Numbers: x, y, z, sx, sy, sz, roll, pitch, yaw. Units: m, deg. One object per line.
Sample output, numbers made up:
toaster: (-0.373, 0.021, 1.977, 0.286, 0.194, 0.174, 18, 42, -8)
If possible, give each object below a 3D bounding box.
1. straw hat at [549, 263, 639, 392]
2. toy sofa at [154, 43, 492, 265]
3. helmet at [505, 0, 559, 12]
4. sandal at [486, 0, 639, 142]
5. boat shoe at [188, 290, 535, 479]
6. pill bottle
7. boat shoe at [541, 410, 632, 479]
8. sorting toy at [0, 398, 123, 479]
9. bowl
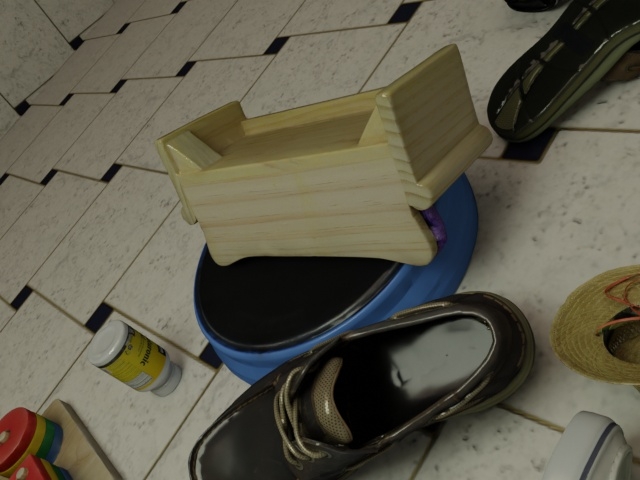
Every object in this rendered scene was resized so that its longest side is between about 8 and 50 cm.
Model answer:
straw hat: (0.258, 0.083, 0.500, 0.145, 0.061, 0.144, -21, 25, 10)
toy sofa: (-0.003, -0.083, 0.727, 0.363, 0.177, 0.150, -3, 28, 41)
helmet: (0.296, -0.412, 0.861, 0.169, 0.169, 0.161, 29, 92, 52)
sandal: (0.325, -0.223, 0.724, 0.303, 0.086, 0.120, -41, 40, 28)
boat shoe: (0.015, 0.140, 0.574, 0.355, 0.130, 0.132, -32, 65, 12)
pill bottle: (-0.240, 0.159, 0.834, 0.065, 0.116, 0.065, -24, 42, 23)
boat shoe: (0.175, 0.243, 0.397, 0.088, 0.096, 0.267, 2, 57, 39)
sorting toy: (-0.409, 0.352, 0.825, 0.255, 0.089, 0.257, 20, 70, 50)
bowl: (0.000, 0.000, 0.803, 0.391, 0.077, 0.391, -24, 42, 24)
